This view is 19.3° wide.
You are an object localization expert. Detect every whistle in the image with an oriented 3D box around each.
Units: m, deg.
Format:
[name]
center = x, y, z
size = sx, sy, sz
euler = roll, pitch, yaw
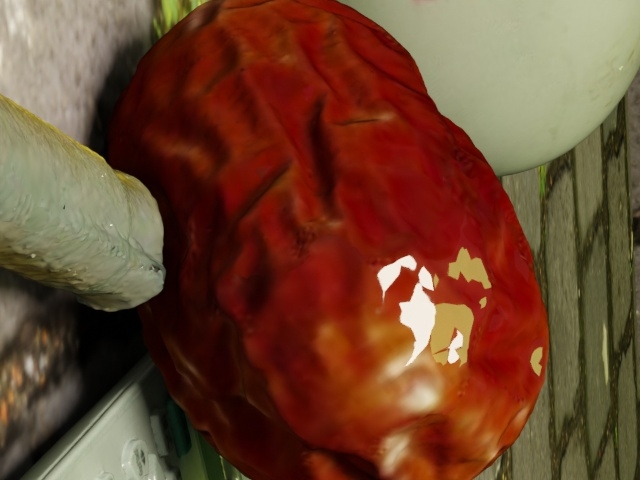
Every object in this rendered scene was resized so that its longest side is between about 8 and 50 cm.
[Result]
[whistle]
center = -0.126, -0.032, 0.598
size = 0.326, 0.068, 0.057
euler = 39, 61, -72

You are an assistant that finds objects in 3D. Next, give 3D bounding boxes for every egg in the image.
[egg]
center = 0.071, -0.218, 1.024
size = 0.230, 0.230, 0.371
euler = -21, 102, -74

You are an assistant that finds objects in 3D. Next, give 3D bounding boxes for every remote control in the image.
[remote control]
center = -0.083, 0.114, 0.773
size = 0.293, 0.051, 0.103
euler = -46, 125, -72

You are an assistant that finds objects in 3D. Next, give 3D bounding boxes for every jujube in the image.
[jujube]
center = 0.000, 0.000, 0.804
size = 0.174, 0.174, 0.250
euler = 72, -1, -46
